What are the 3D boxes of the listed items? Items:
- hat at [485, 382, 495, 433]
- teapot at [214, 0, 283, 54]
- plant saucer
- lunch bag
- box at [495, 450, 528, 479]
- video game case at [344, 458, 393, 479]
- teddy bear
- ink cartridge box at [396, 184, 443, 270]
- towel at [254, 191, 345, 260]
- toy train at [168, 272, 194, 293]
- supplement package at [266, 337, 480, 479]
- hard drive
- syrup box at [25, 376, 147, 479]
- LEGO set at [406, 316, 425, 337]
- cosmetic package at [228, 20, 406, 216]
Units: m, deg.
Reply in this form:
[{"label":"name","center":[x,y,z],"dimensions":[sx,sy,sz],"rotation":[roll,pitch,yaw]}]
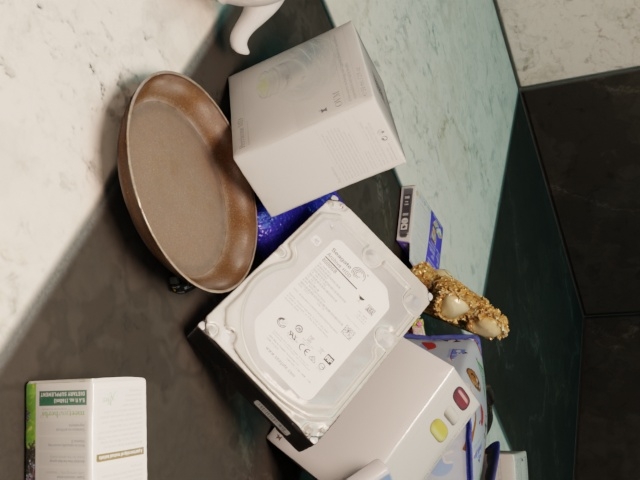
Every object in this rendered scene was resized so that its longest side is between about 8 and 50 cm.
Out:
[{"label":"hat","center":[0.336,0.386,1.986],"dimensions":[0.331,0.134,0.331],"rotation":[2,90,-72]},{"label":"teapot","center":[-0.144,-0.439,1.225],"dimensions":[0.256,0.187,0.252],"rotation":[60,4,10]},{"label":"plant saucer","center":[-0.183,-0.076,1.164],"dimensions":[0.310,0.050,0.310],"rotation":[43,40,-52]},{"label":"lunch bag","center":[0.223,0.416,1.655],"dimensions":[0.328,0.239,0.385],"rotation":[-47,135,-68]},{"label":"box","center":[0.412,0.612,2.099],"dimensions":[0.119,0.182,0.181],"rotation":[15,71,-62]},{"label":"video game case","center":[0.001,0.515,1.227],"dimensions":[0.329,0.036,0.300],"rotation":[-30,119,-17]},{"label":"teddy bear","center":[0.283,0.123,1.817],"dimensions":[0.338,0.245,0.113],"rotation":[71,44,-87]},{"label":"ink cartridge box","center":[0.239,0.008,2.039],"dimensions":[0.206,0.045,0.208],"rotation":[50,40,-49]},{"label":"towel","center":[0.000,0.000,1.442],"dimensions":[0.308,0.076,0.227],"rotation":[49,39,-27]},{"label":"toy train","center":[-0.167,0.047,1.227],"dimensions":[0.158,0.027,0.036],"rotation":[-27,112,-62]},{"label":"supplement package","center":[0.087,0.291,1.370],"dimensions":[0.262,0.204,0.145],"rotation":[-51,138,-12]},{"label":"hard drive","center":[-0.003,0.112,1.272],"dimensions":[0.237,0.064,0.339],"rotation":[47,52,-1]},{"label":"syrup box","center":[-0.253,0.270,0.925],"dimensions":[0.096,0.093,0.237],"rotation":[15,71,-63]},{"label":"LEGO set","center":[0.201,0.222,1.843],"dimensions":[0.287,0.107,0.132],"rotation":[63,33,-36]},{"label":"cosmetic package","center":[-0.013,-0.189,1.305],"dimensions":[0.138,0.225,0.224],"rotation":[56,16,-40]}]
